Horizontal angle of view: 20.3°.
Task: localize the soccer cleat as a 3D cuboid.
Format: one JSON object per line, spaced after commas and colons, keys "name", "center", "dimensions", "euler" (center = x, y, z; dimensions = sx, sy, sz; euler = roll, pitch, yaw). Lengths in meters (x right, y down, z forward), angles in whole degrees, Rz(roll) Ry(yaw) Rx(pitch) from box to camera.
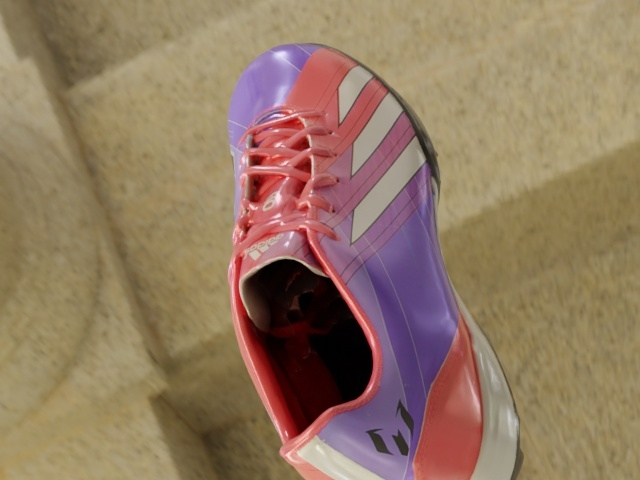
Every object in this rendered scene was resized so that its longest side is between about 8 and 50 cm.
{"name": "soccer cleat", "center": [0.000, 0.000, 0.874], "dimensions": [0.108, 0.116, 0.318], "euler": [-40, -135, 24]}
